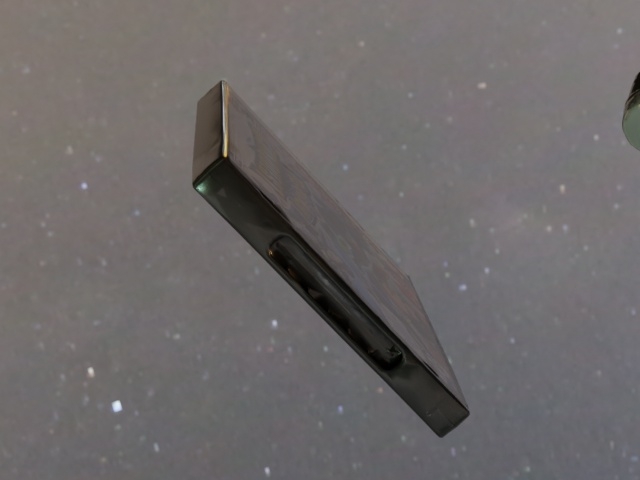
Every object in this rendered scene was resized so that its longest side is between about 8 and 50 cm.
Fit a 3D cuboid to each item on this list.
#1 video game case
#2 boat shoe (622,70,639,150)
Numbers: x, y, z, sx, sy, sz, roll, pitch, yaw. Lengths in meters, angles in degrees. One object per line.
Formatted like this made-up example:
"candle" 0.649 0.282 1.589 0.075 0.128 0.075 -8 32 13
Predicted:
"video game case" 0.000 0.000 0.886 0.035 0.248 0.275 -41 -163 8
"boat shoe" 0.353 -0.085 0.932 0.219 0.077 0.070 22 -132 4
